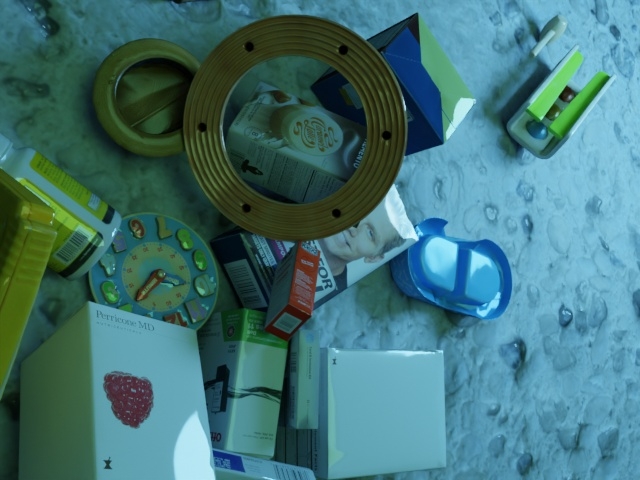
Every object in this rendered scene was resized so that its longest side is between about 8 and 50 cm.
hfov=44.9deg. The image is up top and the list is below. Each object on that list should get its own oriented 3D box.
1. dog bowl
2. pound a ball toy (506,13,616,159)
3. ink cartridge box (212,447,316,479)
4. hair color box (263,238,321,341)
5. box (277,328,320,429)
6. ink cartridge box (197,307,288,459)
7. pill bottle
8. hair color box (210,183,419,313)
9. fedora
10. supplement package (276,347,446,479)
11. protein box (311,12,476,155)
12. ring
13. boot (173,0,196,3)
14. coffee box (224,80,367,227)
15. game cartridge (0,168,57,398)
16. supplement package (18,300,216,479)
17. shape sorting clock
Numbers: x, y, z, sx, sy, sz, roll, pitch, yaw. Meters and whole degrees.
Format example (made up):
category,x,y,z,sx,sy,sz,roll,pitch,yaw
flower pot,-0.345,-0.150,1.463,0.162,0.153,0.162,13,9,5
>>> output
category,x,y,z,sx,sy,sz,roll,pitch,yaw
dog bowl,0.259,0.062,1.545,0.297,0.074,0.166,20,71,-33
pound a ball toy,0.535,-0.356,1.810,0.208,0.136,0.319,40,57,4
ink cartridge box,-0.151,0.397,1.107,0.223,0.045,0.224,22,113,-33
hair color box,-0.040,0.072,1.145,0.043,0.072,0.141,29,38,-18
box,-0.052,0.215,1.210,0.038,0.186,0.145,6,78,-23
ink cartridge box,-0.129,0.216,1.174,0.086,0.153,0.209,16,72,-32
pill bottle,-0.385,-0.049,1.044,0.208,0.119,0.119,41,61,-25
hair color box,0.000,0.000,1.338,0.347,0.105,0.174,-31,102,-37
fedora,-0.261,-0.213,1.191,0.194,0.079,0.194,3,84,-31
supplement package,0.072,0.287,1.320,0.261,0.145,0.204,7,78,-36
protein box,0.132,-0.267,1.421,0.200,0.201,0.136,52,57,-19
ring,-0.038,-0.164,1.161,0.032,0.336,0.337,-58,126,-77
boot,-0.208,-0.499,1.286,0.152,0.073,0.197,-30,113,-35
coffee box,-0.020,-0.141,1.265,0.246,0.098,0.141,23,50,0
game cartridge,-0.394,0.087,0.850,0.052,0.285,0.324,17,94,-37
supplement package,-0.257,0.256,0.973,0.177,0.175,0.293,22,41,-41
shape sorting clock,-0.247,0.054,1.171,0.206,0.040,0.206,12,69,-32
